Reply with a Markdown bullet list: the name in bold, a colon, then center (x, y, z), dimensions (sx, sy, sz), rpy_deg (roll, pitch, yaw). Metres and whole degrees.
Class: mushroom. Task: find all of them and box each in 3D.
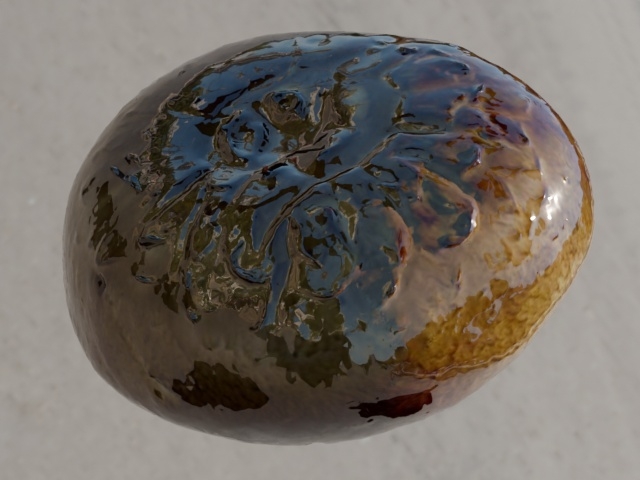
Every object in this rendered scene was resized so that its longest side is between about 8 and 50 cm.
- **mushroom**: center (-0.001, -0.014, 0.935), dimensions (0.278, 0.297, 0.163), rpy_deg (-61, 146, -54)
